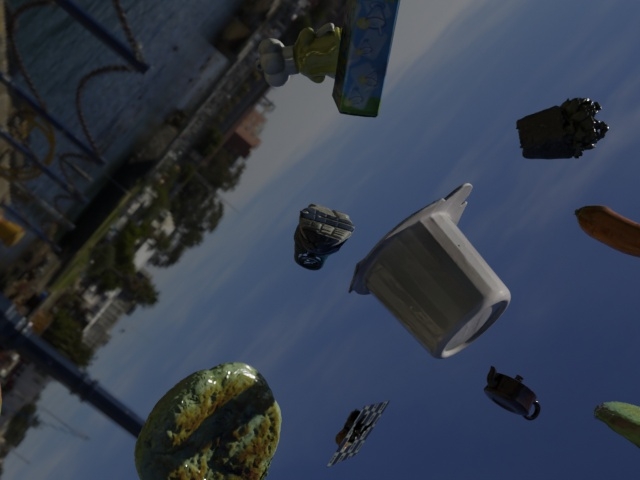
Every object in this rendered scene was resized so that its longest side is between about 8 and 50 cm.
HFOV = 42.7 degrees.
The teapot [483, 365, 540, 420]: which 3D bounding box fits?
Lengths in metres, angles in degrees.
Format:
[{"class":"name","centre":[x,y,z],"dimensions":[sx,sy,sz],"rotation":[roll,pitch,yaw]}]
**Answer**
[{"class":"teapot","centre":[0.256,0.201,1.083],"dimensions":[0.045,0.100,0.068],"rotation":[-56,-161,-14]}]

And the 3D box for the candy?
[{"class":"candy","centre":[0.063,-0.280,1.152],"dimensions":[0.097,0.062,0.194],"rotation":[-106,-158,-62]}]

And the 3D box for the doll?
[{"class":"doll","centre":[-0.020,-0.281,1.247],"dimensions":[0.163,0.106,0.062],"rotation":[-9,-131,6]}]

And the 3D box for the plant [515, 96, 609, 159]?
[{"class":"plant","centre":[0.399,-0.180,1.354],"dimensions":[0.143,0.092,0.094],"rotation":[-14,-130,13]}]

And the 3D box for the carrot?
[{"class":"carrot","centre":[0.541,0.003,1.333],"dimensions":[0.066,0.271,0.062],"rotation":[-21,128,-52]}]

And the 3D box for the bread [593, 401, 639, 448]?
[{"class":"bread","centre":[0.569,0.315,1.255],"dimensions":[0.301,0.302,0.045],"rotation":[-133,-114,-80]}]

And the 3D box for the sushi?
[{"class":"sushi","centre":[0.066,0.365,1.594],"dimensions":[0.139,0.031,0.201],"rotation":[-59,160,3]}]

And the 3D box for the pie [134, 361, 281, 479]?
[{"class":"pie","centre":[-0.146,0.277,1.107],"dimensions":[0.054,0.240,0.240],"rotation":[20,-115,44]}]

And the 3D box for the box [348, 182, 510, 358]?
[{"class":"box","centre":[0.232,0.069,1.481],"dimensions":[0.291,0.206,0.262],"rotation":[-45,157,14]}]

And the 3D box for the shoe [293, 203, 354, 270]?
[{"class":"shoe","centre":[0.000,0.000,1.352],"dimensions":[0.207,0.092,0.106],"rotation":[-75,-177,-85]}]
